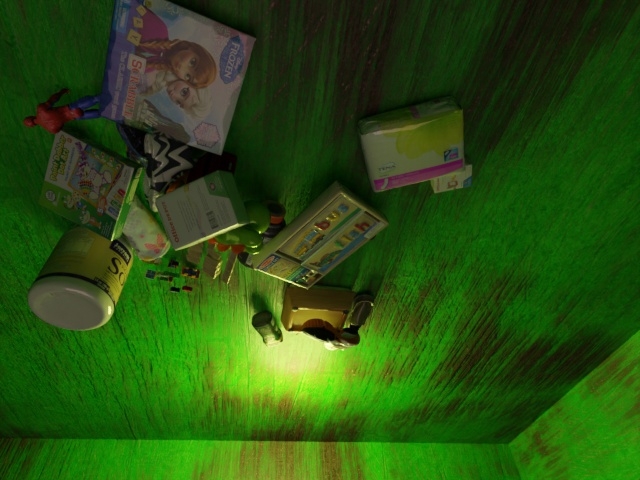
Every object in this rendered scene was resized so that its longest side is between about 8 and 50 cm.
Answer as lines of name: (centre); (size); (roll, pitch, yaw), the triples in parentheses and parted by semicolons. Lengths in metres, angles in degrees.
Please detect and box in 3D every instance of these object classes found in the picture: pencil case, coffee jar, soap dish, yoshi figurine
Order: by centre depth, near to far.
yoshi figurine: (-0.302, -0.090, 1.285); (0.362, 0.203, 0.203); (29, 94, 16)
pencil case: (-0.618, -0.055, 1.374); (0.124, 0.113, 0.273); (-24, 131, -3)
soap dish: (-0.015, 0.299, 1.741); (0.290, 0.118, 0.229); (5, 133, -10)
coffee jar: (-0.234, 0.400, 1.849); (0.096, 0.079, 0.184); (-15, 132, 6)

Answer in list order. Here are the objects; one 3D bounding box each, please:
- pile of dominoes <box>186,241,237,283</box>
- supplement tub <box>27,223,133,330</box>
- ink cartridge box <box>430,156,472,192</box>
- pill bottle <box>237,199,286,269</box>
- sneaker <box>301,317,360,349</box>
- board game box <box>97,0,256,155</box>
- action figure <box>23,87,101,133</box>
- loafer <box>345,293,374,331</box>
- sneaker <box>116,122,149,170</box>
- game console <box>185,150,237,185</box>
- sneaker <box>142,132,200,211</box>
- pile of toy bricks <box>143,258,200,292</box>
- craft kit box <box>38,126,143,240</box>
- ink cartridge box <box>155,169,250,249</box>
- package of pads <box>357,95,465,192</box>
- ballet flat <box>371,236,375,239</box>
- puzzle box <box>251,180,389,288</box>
pile of dominoes: (-0.383, 0.030, 1.495); (0.196, 0.040, 0.251); (33, 129, 7)
supplement tub: (-0.767, 0.099, 1.361); (0.240, 0.331, 0.241); (-1, 134, -2)
ink cartridge box: (0.421, -0.211, 1.333); (0.122, 0.052, 0.089); (-11, 133, 8)
pill bottle: (-0.198, -0.023, 1.420); (0.130, 0.130, 0.246); (16, 130, -17)
sneaker: (0.028, 0.407, 1.702); (0.262, 0.099, 0.121); (21, 133, -21)
board game box: (-0.361, -0.415, 1.037); (0.317, 0.066, 0.319); (15, 118, -18)
action figure: (-0.645, -0.364, 1.113); (0.280, 0.139, 0.092); (-20, 132, -15)
loafer: (0.175, 0.330, 1.801); (0.094, 0.087, 0.251); (7, 132, -10)
sneaker: (-0.528, -0.264, 1.185); (0.087, 0.083, 0.221); (8, 149, 11)
game console: (-0.325, -0.204, 1.232); (0.124, 0.144, 0.085); (16, 131, -18)
sneaker: (-0.424, -0.197, 1.193); (0.153, 0.094, 0.235); (-11, 120, -38)
pile of toy bricks: (-0.584, 0.133, 1.575); (0.212, 0.118, 0.105); (20, 162, -32)
craft kit box: (-0.676, -0.163, 1.209); (0.246, 0.061, 0.250); (28, 109, 2)
ink cartridge box: (-0.325, -0.082, 1.136); (0.212, 0.093, 0.154); (-21, 91, 13)
package of pads: (0.272, -0.283, 1.223); (0.296, 0.101, 0.229); (-13, 133, 8)
ballet flat: (0.151, -0.072, 1.460); (0.057, 0.049, 0.173); (-20, 125, 13)
puzzle box: (0.000, 0.000, 1.389); (0.409, 0.052, 0.272); (-41, 136, 23)
